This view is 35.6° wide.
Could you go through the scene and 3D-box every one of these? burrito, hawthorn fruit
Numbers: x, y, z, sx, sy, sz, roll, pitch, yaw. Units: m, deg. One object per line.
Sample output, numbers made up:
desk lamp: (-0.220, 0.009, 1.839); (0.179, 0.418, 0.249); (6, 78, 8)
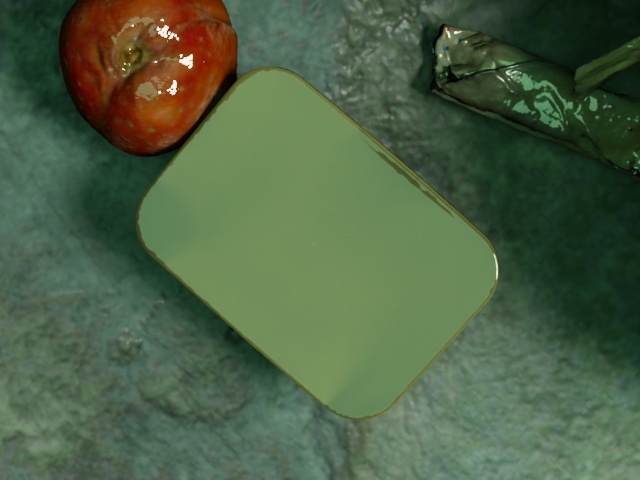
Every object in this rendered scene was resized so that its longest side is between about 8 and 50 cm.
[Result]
burrito: (0.149, -0.089, 0.643); (0.171, 0.042, 0.051); (23, 93, 0)
hawthorn fruit: (-0.107, -0.112, 0.627); (0.128, 0.128, 0.128); (0, 94, 5)

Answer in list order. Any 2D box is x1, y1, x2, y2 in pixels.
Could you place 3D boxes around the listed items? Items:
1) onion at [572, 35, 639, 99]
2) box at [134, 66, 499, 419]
onion: (0.352, -0.060, 0.478); (0.358, 0.358, 0.345); (-39, 79, 7)
box: (0.000, 0.000, 0.637); (0.201, 0.090, 0.144); (40, 96, 1)
